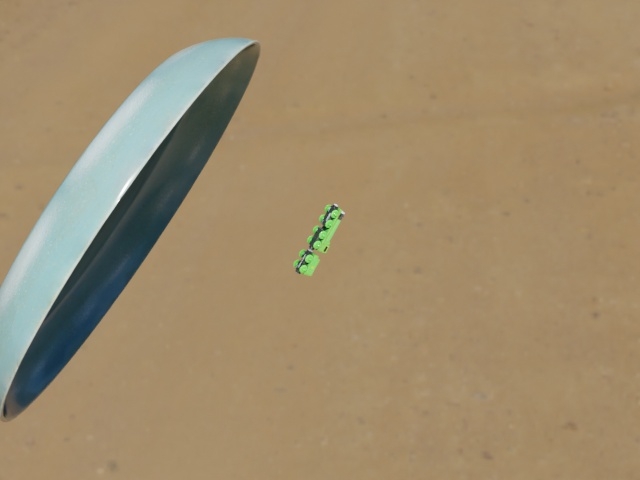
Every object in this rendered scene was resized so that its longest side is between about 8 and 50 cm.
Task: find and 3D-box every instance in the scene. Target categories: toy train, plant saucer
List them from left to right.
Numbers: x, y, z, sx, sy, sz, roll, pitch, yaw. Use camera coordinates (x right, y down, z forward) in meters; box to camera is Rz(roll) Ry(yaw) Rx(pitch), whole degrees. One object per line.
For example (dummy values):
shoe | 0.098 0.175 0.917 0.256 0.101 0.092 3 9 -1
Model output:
plant saucer | -0.146 -0.017 0.834 0.044 0.317 0.317 33 27 -1
toy train | 0.000 0.000 1.221 0.024 0.083 0.017 20 15 -44
